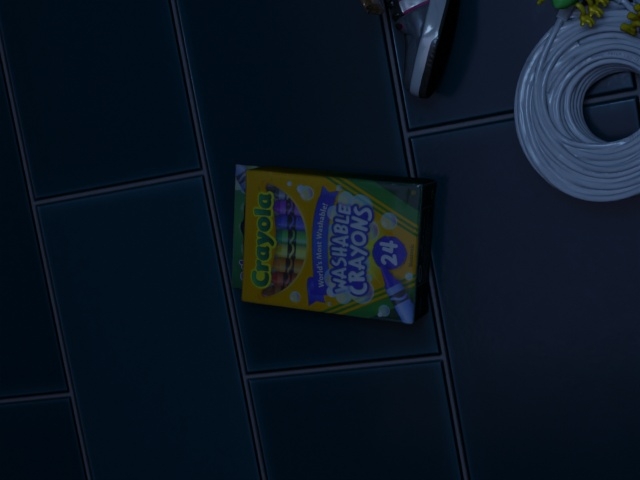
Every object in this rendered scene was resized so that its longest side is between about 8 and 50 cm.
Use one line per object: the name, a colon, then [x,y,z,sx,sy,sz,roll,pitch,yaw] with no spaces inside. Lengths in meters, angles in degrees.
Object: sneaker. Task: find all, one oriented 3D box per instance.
sneaker: [0.098,-0.352,1.482,0.179,0.124,0.295,11,96,16]

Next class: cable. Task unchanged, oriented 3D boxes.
cable: [0.378,-0.178,1.398,0.257,0.089,0.257,43,109,22]

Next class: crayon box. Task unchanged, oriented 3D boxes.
crayon box: [0.000,0.000,1.599,0.323,0.083,0.203,6,100,21]

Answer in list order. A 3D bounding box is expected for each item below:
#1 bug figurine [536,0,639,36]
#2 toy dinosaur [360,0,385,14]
bug figurine: [0.396,-0.347,1.320,0.279,0.072,0.216,28,82,20]
toy dinosaur: [0.063,-0.403,1.395,0.112,0.064,0.211,-13,92,9]
